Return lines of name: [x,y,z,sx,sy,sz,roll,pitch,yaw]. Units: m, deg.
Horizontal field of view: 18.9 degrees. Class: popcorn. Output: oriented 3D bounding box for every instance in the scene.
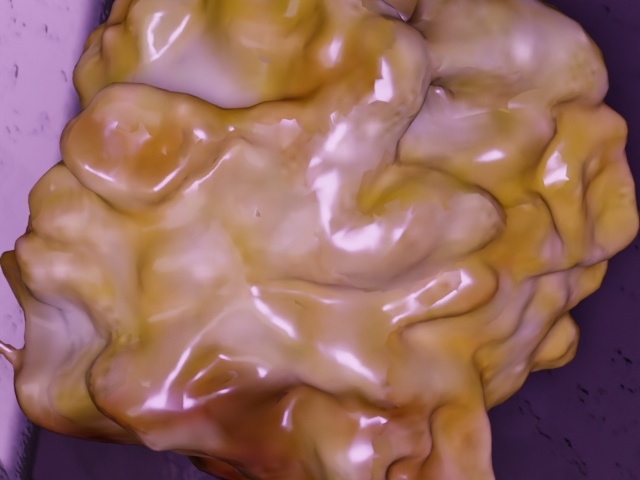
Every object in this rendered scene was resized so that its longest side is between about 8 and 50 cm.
popcorn: [-0.004,-0.018,0.940,0.312,0.312,0.312,13,113,31]
